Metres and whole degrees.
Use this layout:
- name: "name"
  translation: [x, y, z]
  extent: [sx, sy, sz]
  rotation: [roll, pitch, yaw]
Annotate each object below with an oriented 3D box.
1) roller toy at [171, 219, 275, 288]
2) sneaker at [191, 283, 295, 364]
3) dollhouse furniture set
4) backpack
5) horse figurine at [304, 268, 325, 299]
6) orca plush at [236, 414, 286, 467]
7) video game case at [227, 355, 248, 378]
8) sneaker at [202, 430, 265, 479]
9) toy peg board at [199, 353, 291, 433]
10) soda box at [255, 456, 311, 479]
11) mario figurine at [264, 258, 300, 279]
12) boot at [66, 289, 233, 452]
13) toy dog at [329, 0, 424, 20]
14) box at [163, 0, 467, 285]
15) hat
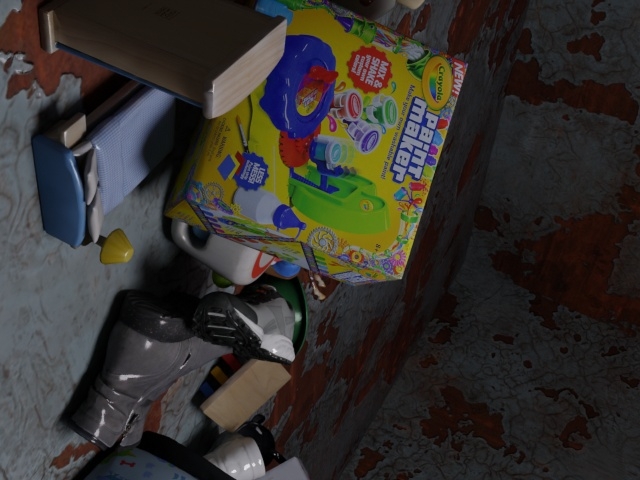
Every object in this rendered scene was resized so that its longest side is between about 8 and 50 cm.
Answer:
- name: "roller toy"
  translation: [-0.115, -0.050, 1.415]
  extent: [0.209, 0.146, 0.191]
  rotation: [-55, 172, -16]
- name: "sneaker"
  translation: [-0.105, 0.106, 1.426]
  extent: [0.271, 0.100, 0.108]
  rotation: [44, 54, -68]
- name: "dollhouse furniture set"
  translation: [-0.146, -0.139, 1.094]
  extent: [0.286, 0.198, 0.303]
  rotation: [-50, 159, -42]
- name: "backpack"
  translation: [-0.280, 0.461, 1.458]
  extent: [0.355, 0.290, 0.273]
  rotation: [-48, 149, -30]
- name: "horse figurine"
  translation: [0.000, 0.000, 1.927]
  extent: [0.263, 0.066, 0.174]
  rotation: [-41, 112, -34]
- name: "orca plush"
  translation: [-0.131, 0.498, 2.241]
  extent: [0.151, 0.102, 0.287]
  rotation: [-54, 161, -35]
- name: "video game case"
  translation: [-0.139, 0.235, 1.986]
  extent: [0.143, 0.019, 0.157]
  rotation: [-68, 164, 10]
- name: "sneaker"
  translation: [-0.221, 0.438, 1.898]
  extent: [0.169, 0.108, 0.292]
  rotation: [-18, 172, -19]
- name: "toy peg board"
  translation: [-0.156, 0.262, 1.864]
  extent: [0.160, 0.079, 0.161]
  rotation: [-42, 152, -7]
- name: "soda box"
  translation: [-0.129, 0.564, 2.211]
  extent: [0.216, 0.069, 0.074]
  rotation: [-29, 160, 1]
- name: "mario figurine"
  translation: [-0.040, -0.060, 1.622]
  extent: [0.320, 0.170, 0.198]
  rotation: [125, -32, -64]
- name: "boot"
  translation: [-0.239, 0.195, 1.479]
  extent: [0.223, 0.118, 0.338]
  rotation: [-64, 153, 4]
- name: "toy dog"
  translation: [0.034, -0.302, 1.379]
  extent: [0.334, 0.220, 0.161]
  rotation: [101, 8, -50]
- name: "box"
  translation: [-0.009, -0.126, 1.250]
  extent: [0.177, 0.279, 0.290]
  rotation: [163, -54, -71]
- name: "hat"
  translation: [-0.138, 0.132, 1.797]
  extent: [0.183, 0.173, 0.208]
  rotation: [-6, 136, -30]
